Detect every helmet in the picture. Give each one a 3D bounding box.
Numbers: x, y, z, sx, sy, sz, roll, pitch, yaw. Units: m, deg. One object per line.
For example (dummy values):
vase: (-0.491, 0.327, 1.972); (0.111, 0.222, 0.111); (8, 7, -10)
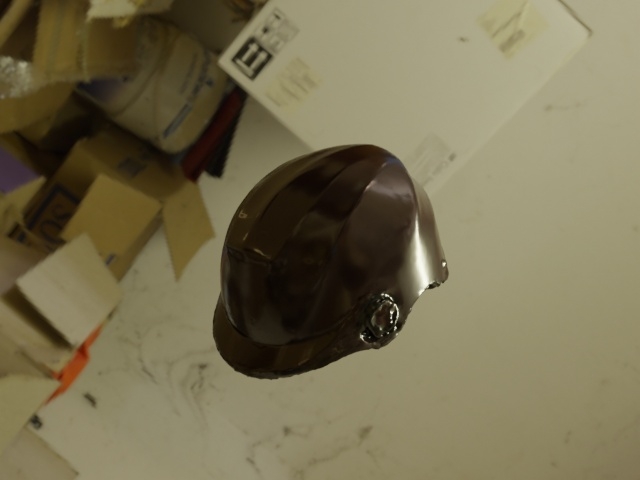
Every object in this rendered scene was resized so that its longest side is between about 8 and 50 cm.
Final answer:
helmet: (0.000, 0.000, 0.408); (0.098, 0.070, 0.123); (18, -139, 43)
